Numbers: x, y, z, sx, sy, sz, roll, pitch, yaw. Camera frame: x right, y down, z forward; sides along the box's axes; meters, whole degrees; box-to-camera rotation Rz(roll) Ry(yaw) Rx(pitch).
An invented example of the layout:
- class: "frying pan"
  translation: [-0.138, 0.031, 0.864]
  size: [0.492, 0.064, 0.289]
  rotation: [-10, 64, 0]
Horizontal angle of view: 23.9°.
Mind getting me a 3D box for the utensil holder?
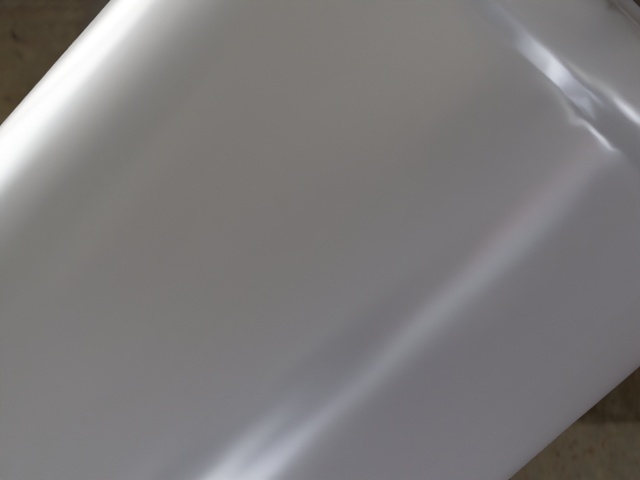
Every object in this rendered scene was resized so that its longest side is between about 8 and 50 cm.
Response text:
- class: "utensil holder"
  translation: [0.000, 0.000, 0.769]
  size: [0.385, 0.327, 0.327]
  rotation: [-46, -130, 15]
